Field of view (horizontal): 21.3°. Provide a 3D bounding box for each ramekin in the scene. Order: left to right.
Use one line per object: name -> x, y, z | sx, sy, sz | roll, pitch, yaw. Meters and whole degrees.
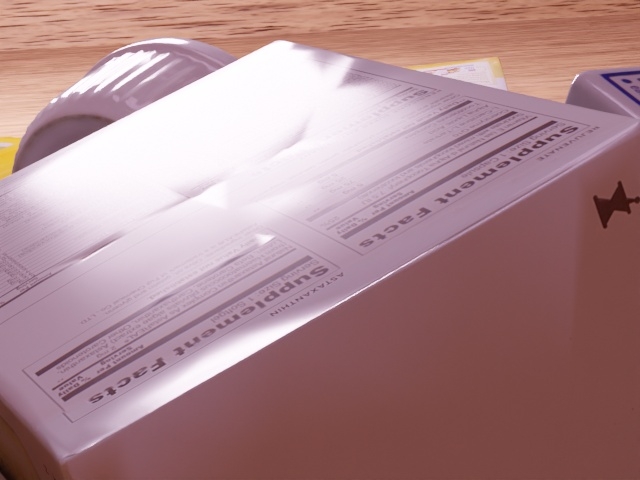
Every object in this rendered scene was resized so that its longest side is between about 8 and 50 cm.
ramekin -> -0.116, -0.027, 1.168 | 0.207, 0.207, 0.109 | 5, 24, 31

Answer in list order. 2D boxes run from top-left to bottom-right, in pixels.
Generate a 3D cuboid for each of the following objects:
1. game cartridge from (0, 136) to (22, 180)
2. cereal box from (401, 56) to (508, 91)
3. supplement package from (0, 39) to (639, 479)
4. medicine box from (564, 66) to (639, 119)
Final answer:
game cartridge -> -0.412, -0.063, 1.704 | 0.323, 0.053, 0.285 | 1, 13, 18
cereal box -> 0.100, -0.098, 1.609 | 0.173, 0.047, 0.240 | -5, 31, 2
supplement package -> -0.008, 0.069, 0.603 | 0.198, 0.199, 0.262 | -29, 22, -18
medicine box -> 0.265, 0.048, 0.664 | 0.289, 0.149, 0.263 | -5, 34, -30
